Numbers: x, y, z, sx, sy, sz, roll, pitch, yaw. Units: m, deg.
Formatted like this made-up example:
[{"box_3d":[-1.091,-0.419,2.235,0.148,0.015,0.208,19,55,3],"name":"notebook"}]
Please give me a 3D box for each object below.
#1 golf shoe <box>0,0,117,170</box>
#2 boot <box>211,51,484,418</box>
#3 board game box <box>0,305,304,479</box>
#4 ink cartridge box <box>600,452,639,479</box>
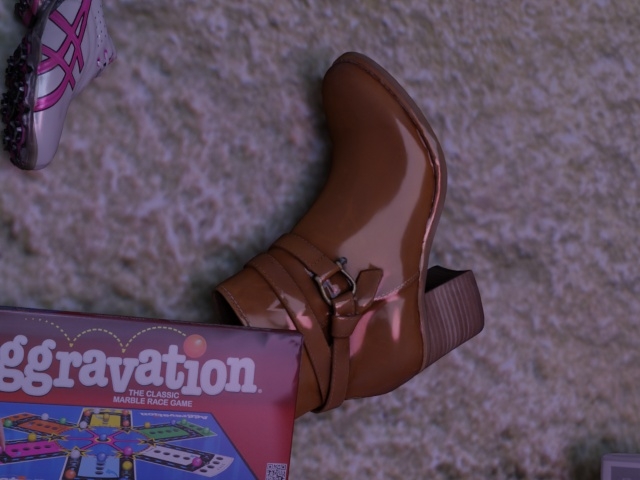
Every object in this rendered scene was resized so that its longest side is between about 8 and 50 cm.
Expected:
[{"box_3d":[-0.197,-0.141,0.908,0.086,0.067,0.186,12,77,-28],"name":"golf shoe"},{"box_3d":[0.000,0.000,0.985,0.220,0.109,0.283,-22,101,-25],"name":"boot"},{"box_3d":[-0.157,0.127,0.869,0.281,0.027,0.145,6,90,-16],"name":"board game box"},{"box_3d":[0.346,0.359,1.127,0.261,0.066,0.296,17,74,-51],"name":"ink cartridge box"}]
